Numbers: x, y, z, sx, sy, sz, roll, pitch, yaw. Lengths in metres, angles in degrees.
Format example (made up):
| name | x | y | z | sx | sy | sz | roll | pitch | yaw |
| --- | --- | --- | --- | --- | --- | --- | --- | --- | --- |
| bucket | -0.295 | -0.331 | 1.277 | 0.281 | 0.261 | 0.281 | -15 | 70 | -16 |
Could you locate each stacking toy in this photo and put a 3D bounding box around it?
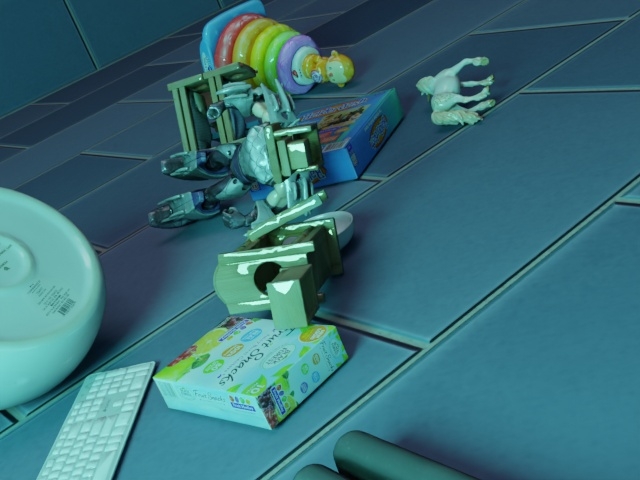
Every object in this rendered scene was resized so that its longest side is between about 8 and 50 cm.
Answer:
| name | x | y | z | sx | sy | sz | roll | pitch | yaw |
| --- | --- | --- | --- | --- | --- | --- | --- | --- | --- |
| stacking toy | -0.057 | -0.317 | 1.695 | 0.302 | 0.175 | 0.166 | 19 | 44 | 39 |

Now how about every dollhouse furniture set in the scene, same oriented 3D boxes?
| name | x | y | z | sx | sy | sz | roll | pitch | yaw |
| --- | --- | --- | --- | --- | --- | --- | --- | --- | --- |
| dollhouse furniture set | -0.056 | -0.018 | 0.863 | 0.101 | 0.161 | 0.182 | -8 | 11 | 13 |
| dollhouse furniture set | -0.133 | -0.191 | 1.513 | 0.129 | 0.129 | 0.184 | -14 | -7 | 19 |

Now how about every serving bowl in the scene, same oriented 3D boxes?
| name | x | y | z | sx | sy | sz | roll | pitch | yaw |
| --- | --- | --- | --- | --- | --- | --- | --- | --- | --- |
| serving bowl | 0.000 | 0.000 | 1.012 | 0.083 | 0.027 | 0.083 | -19 | 22 | 8 |

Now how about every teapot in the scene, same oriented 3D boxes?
| name | x | y | z | sx | sy | sz | roll | pitch | yaw |
| --- | --- | --- | --- | --- | --- | --- | --- | --- | --- |
| teapot | -0.347 | 0.077 | 0.958 | 0.256 | 0.187 | 0.252 | -1 | 49 | -35 |

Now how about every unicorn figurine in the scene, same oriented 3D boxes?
| name | x | y | z | sx | sy | sz | roll | pitch | yaw |
| --- | --- | --- | --- | --- | --- | --- | --- | --- | --- |
| unicorn figurine | 0.177 | -0.201 | 1.271 | 0.111 | 0.060 | 0.162 | -13 | 23 | 21 |

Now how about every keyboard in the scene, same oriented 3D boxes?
| name | x | y | z | sx | sy | sz | roll | pitch | yaw |
| --- | --- | --- | --- | --- | --- | --- | --- | --- | --- |
| keyboard | -0.198 | 0.177 | 0.806 | 0.072 | 0.014 | 0.256 | -18 | 22 | 10 |

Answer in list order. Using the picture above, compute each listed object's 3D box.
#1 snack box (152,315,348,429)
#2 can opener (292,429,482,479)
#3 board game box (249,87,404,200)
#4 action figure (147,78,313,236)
| name | x | y | z | sx | sy | sz | roll | pitch | yaw |
| --- | --- | --- | --- | --- | --- | --- | --- | --- | --- |
| snack box | -0.061 | 0.108 | 0.803 | 0.141 | 0.037 | 0.100 | 1 | 32 | 46 |
| can opener | 0.079 | 0.146 | 0.500 | 0.076 | 0.095 | 0.283 | -34 | 24 | -28 |
| board game box | 0.008 | -0.133 | 1.291 | 0.160 | 0.047 | 0.210 | -10 | 25 | 29 |
| action figure | -0.103 | -0.087 | 1.155 | 0.099 | 0.185 | 0.285 | 6 | -15 | -37 |
